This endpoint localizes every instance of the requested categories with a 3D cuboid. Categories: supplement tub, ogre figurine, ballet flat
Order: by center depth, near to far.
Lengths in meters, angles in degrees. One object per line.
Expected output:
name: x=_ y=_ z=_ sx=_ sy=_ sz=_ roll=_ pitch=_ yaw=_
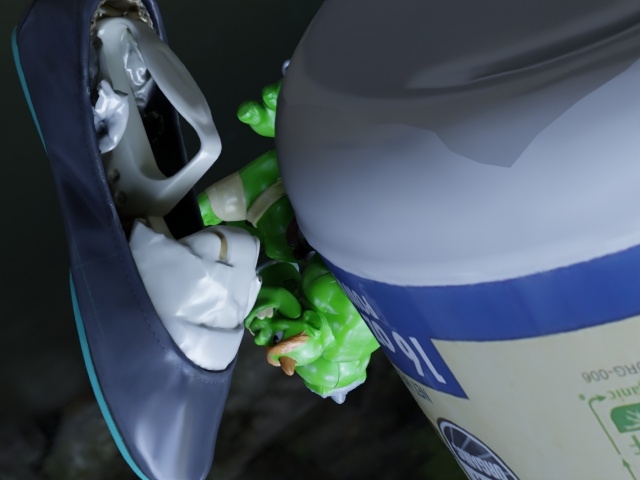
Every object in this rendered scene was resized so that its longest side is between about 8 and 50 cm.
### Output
supplement tub: x=0.156 y=0.037 z=0.493 sx=0.228 sy=0.316 sz=0.228 roll=-28 pitch=-159 yaw=12
ballet flat: x=-0.063 y=-0.009 z=0.717 sx=0.074 sy=0.203 sz=0.074 roll=-16 pitch=168 yaw=-4
ogre figurine: x=0.000 y=0.000 z=0.896 sx=0.097 sy=0.118 sz=0.197 roll=-12 pitch=155 yaw=-41
